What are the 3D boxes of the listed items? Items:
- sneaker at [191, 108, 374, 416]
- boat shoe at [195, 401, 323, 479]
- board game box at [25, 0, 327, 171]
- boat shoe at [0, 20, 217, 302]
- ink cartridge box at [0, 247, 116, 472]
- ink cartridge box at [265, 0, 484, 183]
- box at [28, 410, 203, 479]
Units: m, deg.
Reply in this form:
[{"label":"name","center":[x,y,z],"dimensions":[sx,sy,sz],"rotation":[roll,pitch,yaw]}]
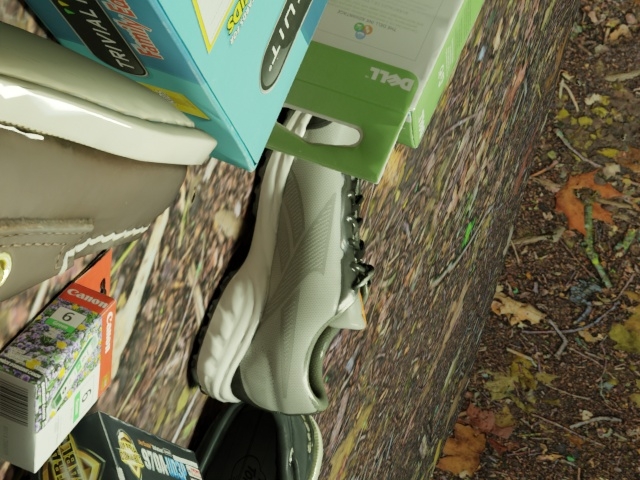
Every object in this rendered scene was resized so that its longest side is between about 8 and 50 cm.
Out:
[{"label":"sneaker","center":[0.000,0.000,0.937],"dimensions":[0.100,0.108,0.272],"rotation":[3,106,-75]},{"label":"boat shoe","center":[-0.082,0.271,0.969],"dimensions":[0.113,0.127,0.340],"rotation":[74,37,-67]},{"label":"board game box","center":[-0.043,-0.202,0.510],"dimensions":[0.336,0.079,0.254],"rotation":[63,49,-73]},{"label":"boat shoe","center":[-0.133,-0.019,0.361],"dimensions":[0.097,0.116,0.324],"rotation":[-67,164,9]},{"label":"ink cartridge box","center":[-0.129,0.060,0.668],"dimensions":[0.115,0.029,0.063],"rotation":[-52,158,-51]},{"label":"ink cartridge box","center":[0.033,-0.131,0.861],"dimensions":[0.062,0.109,0.209],"rotation":[74,39,-68]},{"label":"box","center":[-0.093,0.203,0.757],"dimensions":[0.220,0.051,0.175],"rotation":[62,6,-73]}]
